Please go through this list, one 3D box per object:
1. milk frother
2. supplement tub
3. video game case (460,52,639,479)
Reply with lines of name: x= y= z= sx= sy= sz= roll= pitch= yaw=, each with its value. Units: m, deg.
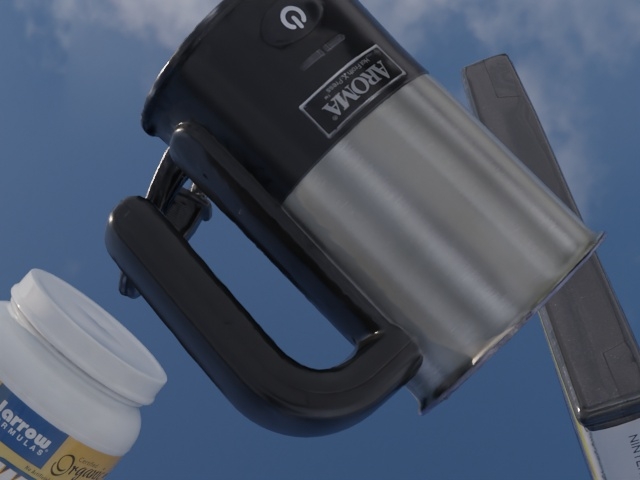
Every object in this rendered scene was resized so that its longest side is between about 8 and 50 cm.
milk frother: x=0.000 y=0.000 z=0.418 sx=0.129 sy=0.143 sz=0.135 roll=-43 pitch=-97 yaw=-7
supplement tub: x=-0.216 y=0.133 z=0.825 sx=0.144 sy=0.144 sz=0.199 roll=40 pitch=-89 yaw=8
video game case: x=0.143 y=0.071 z=0.633 sx=0.035 sy=0.248 sz=0.275 roll=-19 pitch=-143 yaw=8
